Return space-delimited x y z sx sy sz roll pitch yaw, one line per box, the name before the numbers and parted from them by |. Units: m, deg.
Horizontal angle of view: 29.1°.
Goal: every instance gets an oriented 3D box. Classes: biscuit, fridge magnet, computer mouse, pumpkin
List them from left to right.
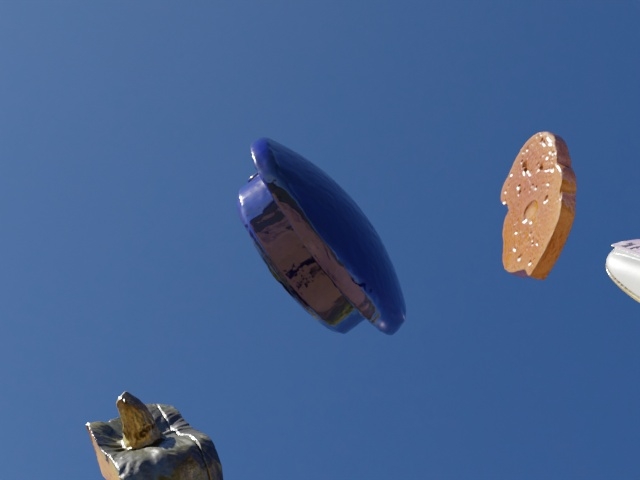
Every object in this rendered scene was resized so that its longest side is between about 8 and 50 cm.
pumpkin | -0.195 0.277 1.488 0.130 0.248 0.126 -11 -36 -23
fridge magnet | 0.000 0.000 1.383 0.112 0.265 0.265 -38 -76 7
biscuit | 0.173 -0.026 0.978 0.019 0.130 0.102 14 -43 -14
computer mouse | 0.384 0.046 1.218 0.125 0.245 0.056 -5 -75 -22
